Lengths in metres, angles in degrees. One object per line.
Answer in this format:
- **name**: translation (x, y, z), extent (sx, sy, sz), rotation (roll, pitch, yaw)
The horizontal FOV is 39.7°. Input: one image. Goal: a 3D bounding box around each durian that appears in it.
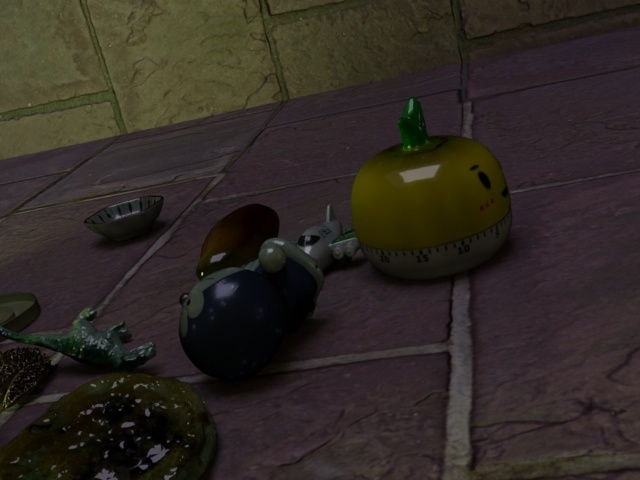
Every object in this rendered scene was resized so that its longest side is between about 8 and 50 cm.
- **durian**: translation (-0.464, 0.199, 1.358), extent (0.110, 0.071, 0.140), rotation (1, 19, 36)

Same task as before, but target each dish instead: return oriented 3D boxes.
- **dish**: translation (-0.443, -0.044, 2.042), extent (0.190, 0.066, 0.191), rotation (-15, 16, 4)

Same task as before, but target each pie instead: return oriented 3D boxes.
- **pie**: translation (-0.268, 0.258, 1.047), extent (0.323, 0.071, 0.323), rotation (-11, 20, 4)

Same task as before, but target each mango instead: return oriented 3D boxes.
- **mango**: translation (-0.151, 0.016, 1.585), extent (0.133, 0.111, 0.267), rotation (-6, 23, 18)

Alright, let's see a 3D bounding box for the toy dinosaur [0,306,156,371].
- **toy dinosaur**: translation (-0.388, 0.150, 1.423), extent (0.383, 0.076, 0.129), rotation (4, 13, 32)

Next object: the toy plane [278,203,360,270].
- **toy plane**: translation (0.001, 0.003, 1.565), extent (0.174, 0.080, 0.174), rotation (-13, 21, 5)

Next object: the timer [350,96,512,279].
- **timer**: translation (0.167, -0.098, 1.436), extent (0.285, 0.285, 0.285), rotation (-13, 19, 4)

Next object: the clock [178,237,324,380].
- **clock**: translation (-0.098, 0.094, 1.254), extent (0.146, 0.200, 0.243), rotation (34, 32, 13)

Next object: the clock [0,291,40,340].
- **clock**: translation (-0.648, 0.155, 1.674), extent (0.235, 0.029, 0.235), rotation (-13, 19, 4)
